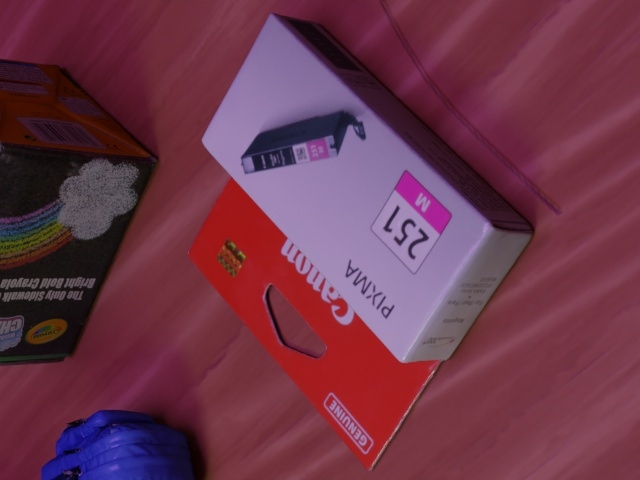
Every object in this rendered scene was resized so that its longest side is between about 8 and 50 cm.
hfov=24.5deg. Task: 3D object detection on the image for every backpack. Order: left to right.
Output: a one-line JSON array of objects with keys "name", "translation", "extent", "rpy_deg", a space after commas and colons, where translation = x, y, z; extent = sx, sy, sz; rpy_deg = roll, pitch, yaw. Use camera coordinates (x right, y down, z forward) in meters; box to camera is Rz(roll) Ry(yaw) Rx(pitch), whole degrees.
[{"name": "backpack", "translation": [-0.171, 0.193, 1.250], "extent": [0.120, 0.098, 0.101], "rpy_deg": [-27, 68, 40]}]

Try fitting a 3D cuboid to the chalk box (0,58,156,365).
[{"name": "chalk box", "translation": [-0.311, -0.002, 1.328], "extent": [0.179, 0.180, 0.289], "rpy_deg": [42, 115, 34]}]

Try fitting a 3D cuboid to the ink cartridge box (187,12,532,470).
[{"name": "ink cartridge box", "translation": [0.000, 0.000, 1.127], "extent": [0.275, 0.060, 0.239], "rpy_deg": [47, 117, 33]}]
